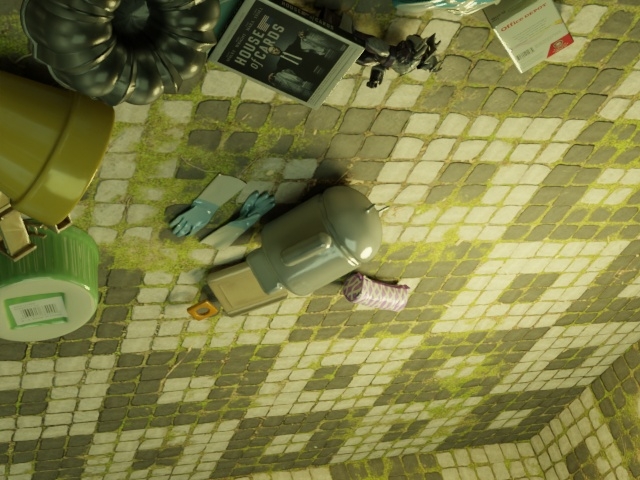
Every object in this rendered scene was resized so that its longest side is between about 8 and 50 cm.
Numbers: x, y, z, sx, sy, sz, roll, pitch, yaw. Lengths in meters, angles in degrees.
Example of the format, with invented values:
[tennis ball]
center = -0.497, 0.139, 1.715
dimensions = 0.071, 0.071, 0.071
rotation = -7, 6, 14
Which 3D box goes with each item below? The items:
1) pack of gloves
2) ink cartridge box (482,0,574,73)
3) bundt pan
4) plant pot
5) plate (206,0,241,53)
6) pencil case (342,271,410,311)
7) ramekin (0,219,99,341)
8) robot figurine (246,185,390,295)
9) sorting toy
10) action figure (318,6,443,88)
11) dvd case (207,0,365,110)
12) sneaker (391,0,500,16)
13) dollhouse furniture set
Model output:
[pack of gloves]
center = -0.227, -0.049, 2.138
dimensions = 0.195, 0.046, 0.232
rotation = 18, 133, -43
[ink cartridge box]
center = 0.422, -0.439, 1.846
dimensions = 0.127, 0.072, 0.175
rotation = -29, 145, 17
[bundt pan]
center = -0.303, -0.359, 1.466
dimensions = 0.331, 0.124, 0.330
rotation = -19, 129, -25
[plant pot]
center = -0.535, -0.188, 1.633
dimensions = 0.239, 0.254, 0.254
rotation = 29, 127, -29
[plate]
center = -0.157, -0.403, 1.674
dimensions = 0.188, 0.024, 0.188
rotation = -12, 146, -8
[pencil case]
center = 0.157, 0.145, 2.571
dimensions = 0.206, 0.086, 0.088
rotation = 15, 107, -42
[ramekin]
center = -0.649, 0.102, 2.065
dimensions = 0.304, 0.148, 0.303
rotation = -12, 146, -8
[robot figurine]
center = 0.000, 0.000, 2.174
dimensions = 0.353, 0.199, 0.300
rotation = -30, -177, 18
[sorting toy]
center = -0.192, 0.114, 2.393
dimensions = 0.348, 0.047, 0.196
rotation = -19, 142, 1
[action figure]
center = 0.113, -0.363, 1.781
dimensions = 0.285, 0.099, 0.185
rotation = 7, 156, -22
[dvd case]
center = -0.064, -0.351, 1.681
dimensions = 0.239, 0.029, 0.179
rotation = 21, 136, -23
[sneaker]
center = 0.247, -0.464, 1.719
dimensions = 0.229, 0.087, 0.092
rotation = -13, 149, -4
[dollhouse furniture set]
center = -0.627, -0.084, 1.898
dimensions = 0.161, 0.101, 0.181
rotation = -39, 140, -34
